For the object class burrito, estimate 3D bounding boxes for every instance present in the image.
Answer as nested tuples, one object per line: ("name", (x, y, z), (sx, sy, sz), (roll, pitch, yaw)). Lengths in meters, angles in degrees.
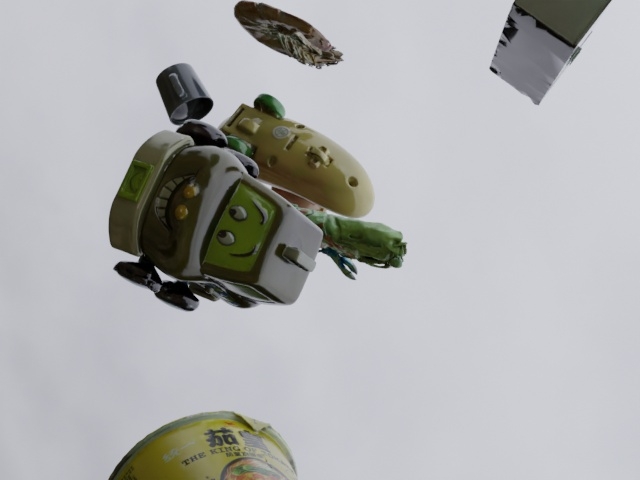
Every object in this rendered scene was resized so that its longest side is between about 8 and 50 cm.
("burrito", (0.000, 0.000, 1.605), (0.288, 0.054, 0.104), (11, -35, 33))

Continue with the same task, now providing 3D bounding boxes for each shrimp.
("shrimp", (-0.040, -0.346, 1.975), (0.133, 0.236, 0.053), (-11, -119, 48))

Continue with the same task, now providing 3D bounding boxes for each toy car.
("toy car", (-0.098, -0.008, 1.341), (0.198, 0.204, 0.248), (19, -10, 30))

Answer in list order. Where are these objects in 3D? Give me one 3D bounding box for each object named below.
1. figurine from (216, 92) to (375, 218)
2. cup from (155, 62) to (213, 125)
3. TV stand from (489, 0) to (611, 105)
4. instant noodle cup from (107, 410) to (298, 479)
("figurine", (-0.050, -0.114, 2.005), (0.324, 0.124, 0.222), (27, -26, 22))
("cup", (-0.228, -0.246, 1.927), (0.077, 0.078, 0.100), (62, -2, 20))
("TV stand", (0.267, -0.243, 1.394), (0.088, 0.082, 0.269), (36, -3, 7))
("instant noodle cup", (-0.134, 0.440, 1.679), (0.254, 0.326, 0.325), (-144, -137, -60))
